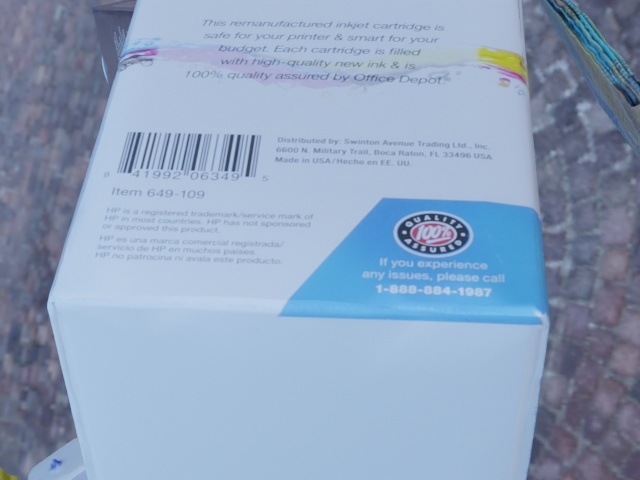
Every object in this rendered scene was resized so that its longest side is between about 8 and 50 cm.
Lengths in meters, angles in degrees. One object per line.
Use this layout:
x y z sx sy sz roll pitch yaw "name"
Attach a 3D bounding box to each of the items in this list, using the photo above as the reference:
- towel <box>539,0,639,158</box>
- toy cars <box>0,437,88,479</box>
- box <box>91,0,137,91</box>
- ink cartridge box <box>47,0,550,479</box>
0.378 -0.170 1.567 0.040 0.271 0.370 -33 35 11 "towel"
-0.311 0.255 1.218 0.394 0.087 0.176 -20 25 31 "toy cars"
-0.186 -0.234 1.724 0.381 0.143 0.191 23 127 63 "box"
0.000 0.000 0.644 0.270 0.198 0.197 -84 -5 -46 "ink cartridge box"
